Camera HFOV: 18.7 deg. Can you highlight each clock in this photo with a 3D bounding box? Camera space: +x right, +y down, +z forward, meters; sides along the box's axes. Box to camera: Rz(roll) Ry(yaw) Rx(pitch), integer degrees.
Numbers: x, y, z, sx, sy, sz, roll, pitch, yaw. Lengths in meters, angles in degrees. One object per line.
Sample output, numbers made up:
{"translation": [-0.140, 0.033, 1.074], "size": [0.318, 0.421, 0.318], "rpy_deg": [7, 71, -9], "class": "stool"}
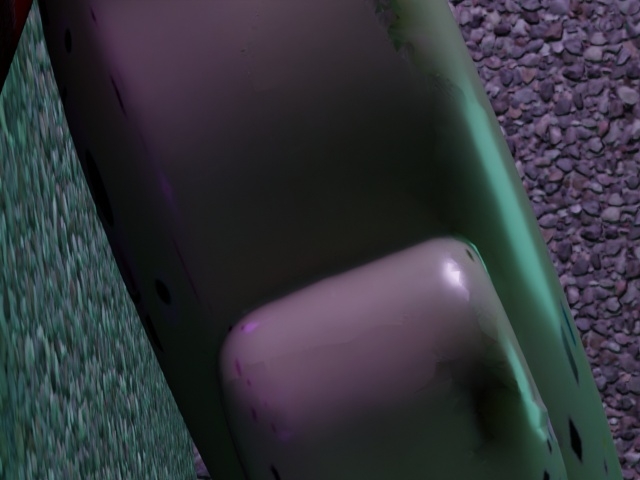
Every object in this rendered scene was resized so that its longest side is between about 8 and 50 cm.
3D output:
{"translation": [0.000, 0.000, 0.582], "size": [0.309, 0.114, 0.284], "rpy_deg": [63, 6, -73], "class": "clock"}

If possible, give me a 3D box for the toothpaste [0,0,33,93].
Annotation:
{"translation": [-0.110, -0.054, 0.433], "size": [0.320, 0.066, 0.076], "rpy_deg": [-99, -177, -70], "class": "toothpaste"}
